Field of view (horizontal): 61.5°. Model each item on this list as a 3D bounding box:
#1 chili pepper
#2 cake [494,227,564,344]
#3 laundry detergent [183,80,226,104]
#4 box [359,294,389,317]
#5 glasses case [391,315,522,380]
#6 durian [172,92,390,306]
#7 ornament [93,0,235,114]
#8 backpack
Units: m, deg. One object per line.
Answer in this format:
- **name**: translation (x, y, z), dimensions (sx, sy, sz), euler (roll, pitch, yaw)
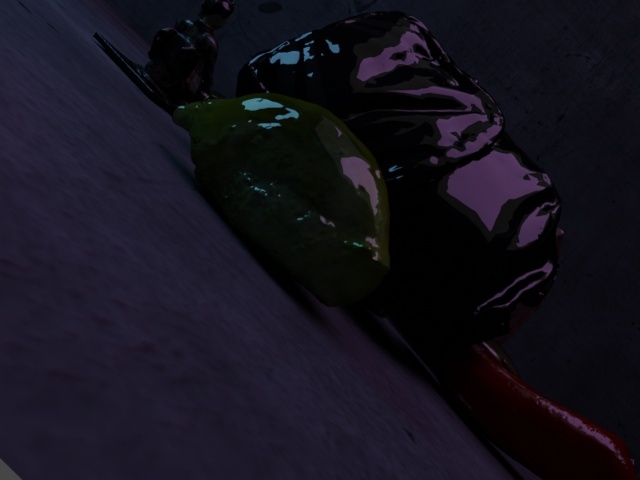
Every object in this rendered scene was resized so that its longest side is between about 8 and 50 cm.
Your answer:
- **chili pepper**: translation (0.238, 0.188, 0.639), dimensions (0.137, 0.092, 0.368), euler (-17, 44, -36)
- **cake**: translation (0.310, 0.040, 1.156), dimensions (0.307, 0.293, 0.314), euler (47, -13, 38)
- **laundry detergent**: translation (-0.179, -0.221, 1.035), dimensions (0.222, 0.078, 0.144), euler (40, 16, -45)
- **box**: translation (0.026, 0.031, 0.827), dimensions (0.193, 0.030, 0.121), euler (46, 4, 34)
- **glasses case**: translation (0.181, 0.124, 0.929), dimensions (0.156, 0.098, 0.425), euler (51, -1, -37)
- **durian**: translation (-0.025, -0.057, 0.479), dimensions (0.250, 0.139, 0.101), euler (55, -34, 22)
- **ornament**: translation (-0.195, -0.297, 0.826), dimensions (0.166, 0.196, 0.153), euler (47, 5, 17)
- **backpack**: translation (0.110, -0.075, 0.699), dimensions (0.445, 0.363, 0.255), euler (53, -24, 23)
